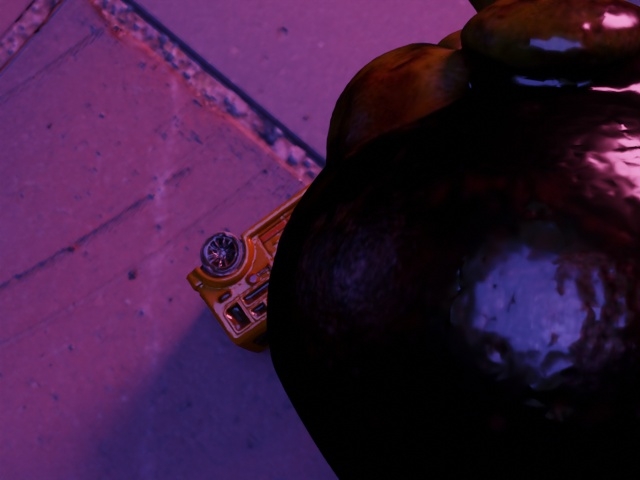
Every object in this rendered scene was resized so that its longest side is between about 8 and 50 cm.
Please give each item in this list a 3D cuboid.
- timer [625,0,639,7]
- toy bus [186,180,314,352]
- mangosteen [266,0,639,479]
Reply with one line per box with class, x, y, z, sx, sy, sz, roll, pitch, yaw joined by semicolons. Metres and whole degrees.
timer;0.319;-0.190;0.734;0.383;0.270;0.270;-23;72;23
toy bus;0.000;0.000;0.841;0.162;0.069;0.074;-36;72;5
mangosteen;0.131;0.023;0.689;0.297;0.297;0.313;32;79;19
